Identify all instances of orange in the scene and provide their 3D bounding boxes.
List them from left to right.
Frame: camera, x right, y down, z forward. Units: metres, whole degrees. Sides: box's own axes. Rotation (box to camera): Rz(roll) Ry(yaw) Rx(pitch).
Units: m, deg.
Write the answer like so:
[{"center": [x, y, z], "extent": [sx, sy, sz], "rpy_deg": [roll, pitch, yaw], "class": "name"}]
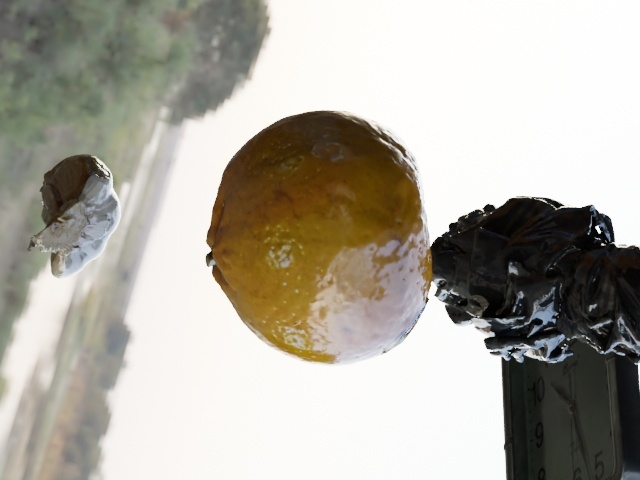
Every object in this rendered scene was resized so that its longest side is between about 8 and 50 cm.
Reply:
[{"center": [0.003, -0.001, 1.104], "extent": [0.177, 0.155, 0.177], "rpy_deg": [5, 90, -80], "class": "orange"}]

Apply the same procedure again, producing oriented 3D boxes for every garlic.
[{"center": [-0.219, -0.021, 1.435], "extent": [0.113, 0.074, 0.094], "rpy_deg": [-66, -161, 0], "class": "garlic"}]

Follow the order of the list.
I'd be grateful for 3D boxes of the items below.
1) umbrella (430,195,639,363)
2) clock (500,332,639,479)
[{"center": [0.249, 0.037, 1.323], "extent": [0.154, 0.336, 0.128], "rpy_deg": [-56, 135, -38], "class": "umbrella"}, {"center": [0.265, 0.176, 1.671], "extent": [0.273, 0.049, 0.279], "rpy_deg": [125, -29, -58], "class": "clock"}]
